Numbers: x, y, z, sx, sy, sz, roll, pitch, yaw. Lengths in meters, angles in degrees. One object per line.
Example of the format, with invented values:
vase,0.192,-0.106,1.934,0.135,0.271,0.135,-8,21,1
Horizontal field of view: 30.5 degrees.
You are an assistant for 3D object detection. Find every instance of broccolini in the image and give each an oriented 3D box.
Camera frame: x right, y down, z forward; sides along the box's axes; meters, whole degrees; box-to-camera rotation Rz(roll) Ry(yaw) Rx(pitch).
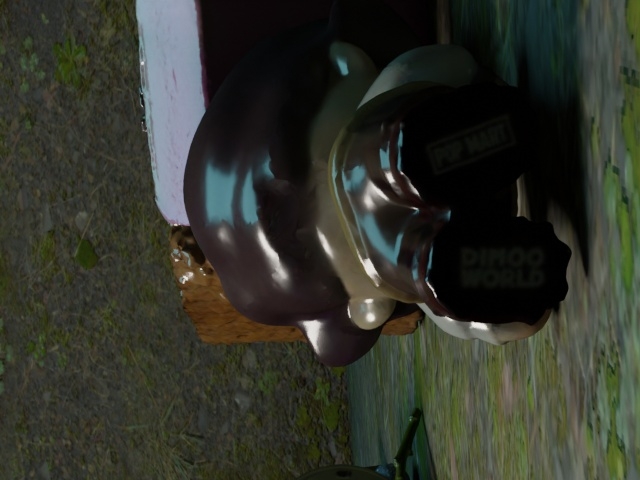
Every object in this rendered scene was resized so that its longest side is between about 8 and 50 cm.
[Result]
broccolini,0.096,0.249,1.247,0.194,0.052,0.054,-96,6,-50

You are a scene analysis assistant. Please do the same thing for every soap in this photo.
soap,-0.017,-0.120,0.942,0.081,0.259,0.181,8,106,45

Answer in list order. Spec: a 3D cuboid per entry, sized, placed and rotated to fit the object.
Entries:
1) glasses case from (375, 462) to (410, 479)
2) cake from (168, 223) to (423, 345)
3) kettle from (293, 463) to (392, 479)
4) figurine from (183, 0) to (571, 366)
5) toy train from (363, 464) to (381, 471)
glasses case,0.097,0.412,1.425,0.109,0.067,0.283,87,176,-69
cake,-0.025,-0.055,1.214,0.282,0.255,0.290,85,-176,-67
kettle,0.004,0.419,1.342,0.318,0.265,0.205,-52,10,52
figurine,0.050,-0.043,0.711,0.218,0.206,0.365,62,158,-12
toy train,0.055,0.489,1.948,0.090,0.137,0.226,-96,-3,-77
